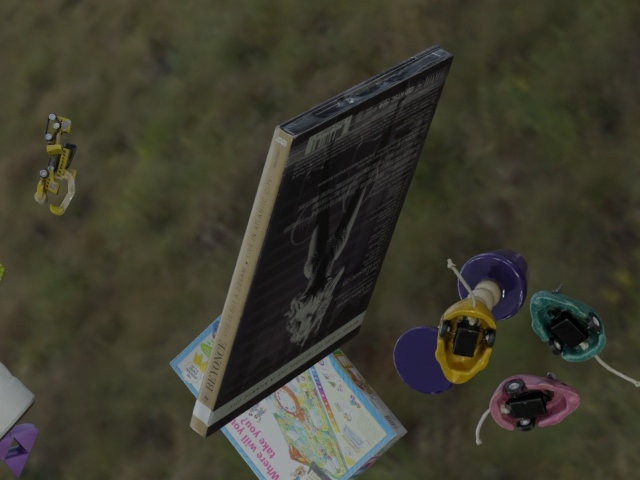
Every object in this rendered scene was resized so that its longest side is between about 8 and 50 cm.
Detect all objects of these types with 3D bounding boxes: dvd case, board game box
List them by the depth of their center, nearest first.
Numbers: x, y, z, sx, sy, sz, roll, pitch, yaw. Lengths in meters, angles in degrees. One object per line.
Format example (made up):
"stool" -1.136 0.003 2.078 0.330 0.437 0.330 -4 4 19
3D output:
"dvd case" 0.000 0.000 1.152 0.164 0.018 0.221 -31 -33 -48
"board game box" -0.025 0.114 1.402 0.103 0.154 0.026 -43 -16 15

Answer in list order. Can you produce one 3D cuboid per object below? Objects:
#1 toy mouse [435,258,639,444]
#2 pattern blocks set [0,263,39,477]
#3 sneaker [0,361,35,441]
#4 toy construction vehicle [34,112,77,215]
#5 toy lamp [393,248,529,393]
"toy mouse" 0.150 0.078 1.316 0.031 0.143 0.161 -79 -5 -55
"pattern blocks set" -0.352 0.108 1.460 0.285 0.325 0.026 -53 33 -5
"sneaker" -0.343 0.179 1.374 0.290 0.123 0.106 -48 5 -21
"toy construction vehicle" -0.286 -0.082 2.126 0.086 0.035 0.098 96 -177 -79
"toy lamp" 0.154 0.073 1.999 0.080 0.080 0.275 -44 -3 28
